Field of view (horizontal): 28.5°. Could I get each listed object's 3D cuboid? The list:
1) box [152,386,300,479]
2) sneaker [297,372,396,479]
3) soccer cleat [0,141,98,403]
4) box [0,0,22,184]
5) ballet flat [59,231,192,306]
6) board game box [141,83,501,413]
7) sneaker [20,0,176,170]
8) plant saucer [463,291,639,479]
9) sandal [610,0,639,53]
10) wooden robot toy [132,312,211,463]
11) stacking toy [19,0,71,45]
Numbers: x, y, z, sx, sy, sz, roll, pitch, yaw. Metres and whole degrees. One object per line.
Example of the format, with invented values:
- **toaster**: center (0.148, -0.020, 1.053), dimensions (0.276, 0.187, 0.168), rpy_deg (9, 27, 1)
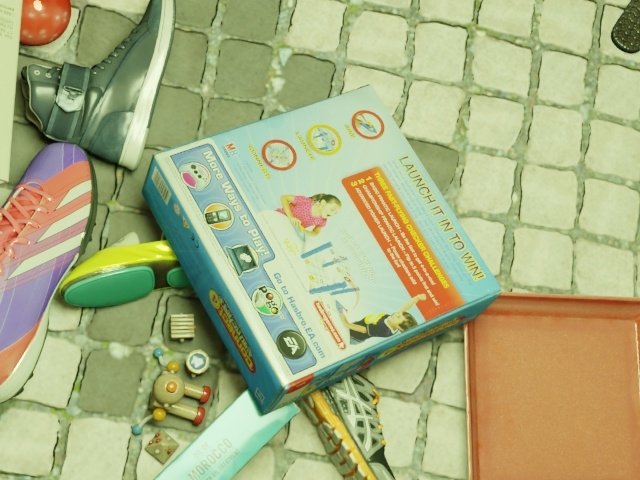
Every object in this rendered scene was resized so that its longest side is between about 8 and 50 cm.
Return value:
- **box**: center (-0.134, 0.257, 1.403), dimensions (0.244, 0.100, 0.060), rpy_deg (-43, 88, -17)
- **sneaker**: center (0.037, 0.204, 1.461), dimensions (0.083, 0.084, 0.215), rpy_deg (-27, 81, -21)
- **soccer cleat**: center (-0.337, 0.016, 1.381), dimensions (0.108, 0.116, 0.318), rpy_deg (2, 64, 30)
- **box**: center (-0.432, -0.171, 1.413), dimensions (0.127, 0.148, 0.232), rpy_deg (15, 69, -41)
- **ballet flat**: center (-0.194, 0.023, 1.474), dimensions (0.231, 0.077, 0.077), rpy_deg (-9, 56, -14)
- **board game box**: center (0.000, 0.000, 1.445), dimensions (0.302, 0.086, 0.308), rpy_deg (-21, 70, -28)
- **sneaker**: center (-0.267, -0.213, 1.507), dimensions (0.163, 0.086, 0.226), rpy_deg (16, 74, -9)
- **plant saucer**: center (0.295, 0.195, 1.529), dimensions (0.259, 0.048, 0.258), rpy_deg (2, 75, -9)
- **sandal**: center (0.452, -0.329, 1.705), dimensions (0.067, 0.040, 0.179), rpy_deg (37, 86, 6)
- **wooden robot toy**: center (-0.161, 0.165, 1.432), dimensions (0.076, 0.079, 0.173), rpy_deg (15, 74, -6)
- **stacking toy**: center (-0.358, -0.396, 1.527), dimensions (0.141, 0.141, 0.330), rpy_deg (-3, 83, -12)
